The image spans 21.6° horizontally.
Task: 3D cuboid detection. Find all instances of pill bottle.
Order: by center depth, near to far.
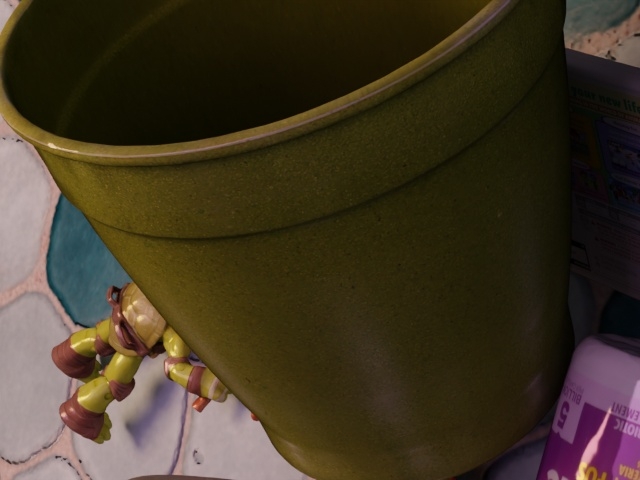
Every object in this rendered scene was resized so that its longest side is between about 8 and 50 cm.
[{"bbox_3d":[0.214,0.227,1.127,0.169,0.169,0.301,19,97,42],"label":"pill bottle"}]

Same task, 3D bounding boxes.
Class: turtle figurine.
[{"bbox_3d":[-0.160,0.092,1.536,0.217,0.087,0.269,-44,58,29],"label":"turtle figurine"}]

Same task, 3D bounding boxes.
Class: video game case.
[{"bbox_3d":[0.206,-0.042,1.171,0.212,0.023,0.193,26,142,51],"label":"video game case"}]

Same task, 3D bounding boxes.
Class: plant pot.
[{"bbox_3d":[0.021,-0.032,1.128,0.366,0.353,0.366,-15,35,11],"label":"plant pot"}]

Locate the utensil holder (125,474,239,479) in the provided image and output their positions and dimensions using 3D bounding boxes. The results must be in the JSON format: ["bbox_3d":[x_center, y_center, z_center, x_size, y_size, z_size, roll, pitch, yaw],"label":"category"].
[{"bbox_3d":[-0.043,0.394,1.235,0.327,0.327,0.385,10,89,42],"label":"utensil holder"}]

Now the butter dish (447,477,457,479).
[{"bbox_3d":[0.053,0.119,1.321,0.160,0.160,0.118,16,72,42],"label":"butter dish"}]
